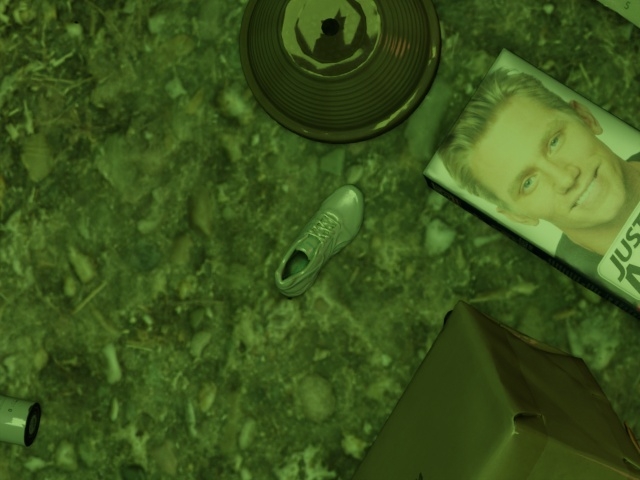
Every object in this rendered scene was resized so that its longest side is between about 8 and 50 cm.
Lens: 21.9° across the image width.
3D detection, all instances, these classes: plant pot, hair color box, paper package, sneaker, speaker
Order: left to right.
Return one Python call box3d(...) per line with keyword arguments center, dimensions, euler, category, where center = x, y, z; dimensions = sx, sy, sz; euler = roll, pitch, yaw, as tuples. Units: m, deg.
box3d(center=(-0.403, 0.203, 1.949), dimensions=(0.136, 0.055, 0.055), euler=(10, 87, 8), category="speaker")
box3d(center=(0.000, 0.000, 1.911), dimensions=(0.053, 0.061, 0.152), euler=(35, 89, 10), category="sneaker")
box3d(center=(0.017, -0.233, 1.902), dimensions=(0.237, 0.110, 0.237), euler=(-1, 86, 8), category="plant pot")
box3d(center=(0.154, 0.275, 1.692), dimensions=(0.168, 0.309, 0.325), euler=(25, 106, -16), category="paper package")
box3d(center=(0.304, -0.047, 1.853), dimensions=(0.347, 0.105, 0.174), euler=(33, 90, 9), category="hair color box")

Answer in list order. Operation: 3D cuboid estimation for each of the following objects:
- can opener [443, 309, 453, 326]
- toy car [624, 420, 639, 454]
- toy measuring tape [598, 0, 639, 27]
box3d(center=(0.149, 0.171, 1.879), dimensions=(0.073, 0.059, 0.186), euler=(4, 87, 8), category="can opener")
box3d(center=(0.335, 0.269, 1.731), dimensions=(0.219, 0.210, 0.238), euler=(-14, 128, -2), category="toy car")
box3d(center=(0.409, -0.221, 1.873), dimensions=(0.330, 0.121, 0.121), euler=(37, 91, 31), category="toy measuring tape")
